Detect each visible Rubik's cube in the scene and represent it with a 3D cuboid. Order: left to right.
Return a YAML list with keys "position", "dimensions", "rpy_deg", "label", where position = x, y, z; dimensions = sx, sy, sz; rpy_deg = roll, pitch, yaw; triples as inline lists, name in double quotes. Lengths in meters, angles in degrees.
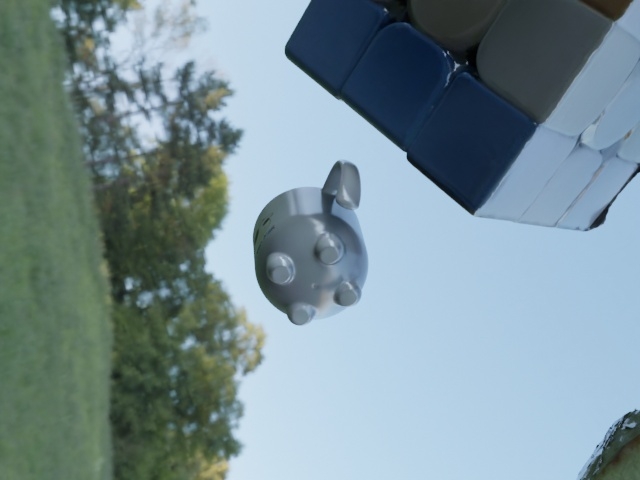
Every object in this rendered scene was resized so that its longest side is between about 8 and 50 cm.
- position: [0.235, -0.245, 0.965]
  dimensions: [0.344, 0.347, 0.346]
  rpy_deg: [44, -69, 29]
  label: "Rubik's cube"

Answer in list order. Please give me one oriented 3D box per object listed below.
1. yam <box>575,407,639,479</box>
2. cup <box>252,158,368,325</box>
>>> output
- position: [0.273, 0.283, 0.729]
  dimensions: [0.154, 0.254, 0.154]
  rpy_deg: [32, -26, 18]
  label: "yam"
- position: [0.005, 0.011, 0.942]
  dimensions: [0.134, 0.174, 0.142]
  rpy_deg: [50, 10, -20]
  label: "cup"
